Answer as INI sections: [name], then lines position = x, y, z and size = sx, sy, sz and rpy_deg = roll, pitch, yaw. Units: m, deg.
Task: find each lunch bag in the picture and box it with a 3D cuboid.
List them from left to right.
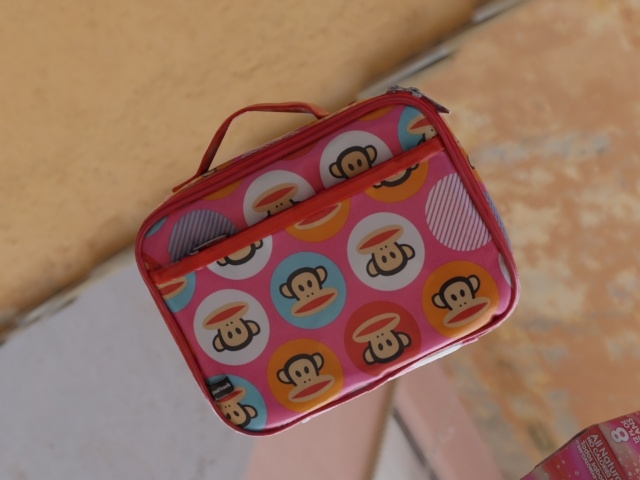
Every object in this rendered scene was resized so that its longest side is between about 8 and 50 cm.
[lunch bag]
position = 0.000, 0.000, 1.375
size = 0.293, 0.258, 0.120
rpy_deg = -26, -174, 7

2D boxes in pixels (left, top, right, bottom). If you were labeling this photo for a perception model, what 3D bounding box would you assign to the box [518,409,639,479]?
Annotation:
[box]
position = 0.223, 0.226, 0.927
size = 0.128, 0.257, 0.122
rpy_deg = -10, 154, -39
